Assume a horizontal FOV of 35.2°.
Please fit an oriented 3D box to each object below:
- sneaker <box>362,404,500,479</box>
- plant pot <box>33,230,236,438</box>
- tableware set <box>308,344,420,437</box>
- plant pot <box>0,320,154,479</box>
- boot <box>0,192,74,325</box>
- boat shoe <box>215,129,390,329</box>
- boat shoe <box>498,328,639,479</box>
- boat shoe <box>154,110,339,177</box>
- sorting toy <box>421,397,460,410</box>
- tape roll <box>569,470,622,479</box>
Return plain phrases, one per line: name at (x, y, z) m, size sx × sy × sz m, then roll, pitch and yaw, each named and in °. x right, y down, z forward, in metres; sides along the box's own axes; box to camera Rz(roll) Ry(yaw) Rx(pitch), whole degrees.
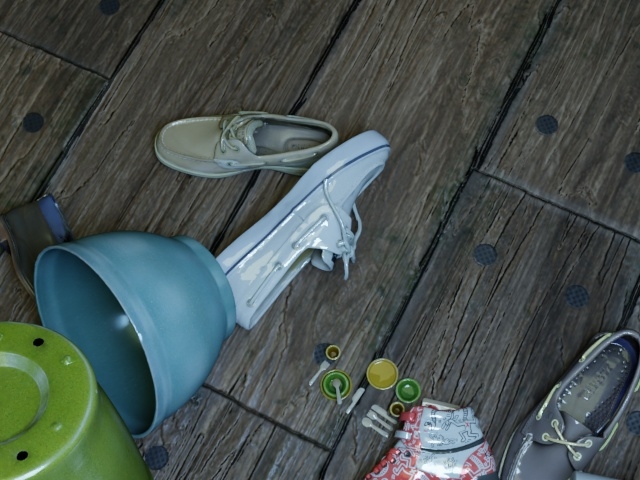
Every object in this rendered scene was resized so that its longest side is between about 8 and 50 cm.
sneaker at (0.110, 0.320, 1.433) m, size 0.270 × 0.090 × 0.145 m, roll -14°, pitch 75°, yaw -4°
plant pot at (-0.246, 0.106, 1.447) m, size 0.196 × 0.293 × 0.293 m, roll -28°, pitch 70°, yaw -36°
tableware set at (0.067, 0.214, 1.512) m, size 0.154 × 0.024 × 0.104 m, roll 34°, pitch 75°, yaw 13°
plant pot at (-0.382, 0.298, 1.258) m, size 0.366 × 0.353 × 0.367 m, roll 2°, pitch 46°, yaw -2°
boot at (-0.420, 0.024, 1.565) m, size 0.106 × 0.082 × 0.219 m, roll -34°, pitch 71°, yaw -7°
boat shoe at (-0.002, -0.001, 1.533) m, size 0.367 × 0.136 × 0.156 m, roll -42°, pitch 74°, yaw -9°
boat shoe at (0.360, 0.262, 1.446) m, size 0.116 × 0.097 × 0.324 m, roll 36°, pitch 75°, yaw 13°
boat shoe at (-0.119, -0.162, 1.611) m, size 0.302 × 0.098 × 0.109 m, roll 4°, pitch 71°, yaw 3°
sorting toy at (0.186, 0.271, 1.494) m, size 0.083 × 0.012 × 0.062 m, roll 12°, pitch 74°, yaw 6°
tape roll at (0.390, 0.434, 1.300) m, size 0.169 × 0.246 × 0.246 m, roll 10°, pitch 71°, yaw 11°
